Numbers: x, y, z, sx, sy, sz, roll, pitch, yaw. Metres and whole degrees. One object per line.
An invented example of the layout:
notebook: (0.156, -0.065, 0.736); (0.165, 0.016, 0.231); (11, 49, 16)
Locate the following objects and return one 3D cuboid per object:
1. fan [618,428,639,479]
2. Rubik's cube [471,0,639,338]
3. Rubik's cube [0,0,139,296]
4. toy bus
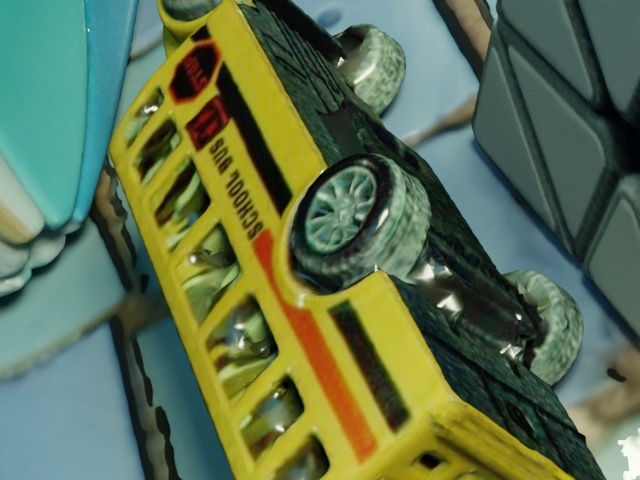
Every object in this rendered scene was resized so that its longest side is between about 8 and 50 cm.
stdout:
fan: (0.209, 0.130, 0.372); (0.329, 0.009, 0.191); (33, 71, 19)
Rubik's cube: (0.167, -0.058, 0.587); (0.228, 0.233, 0.228); (29, 26, 11)
Rubik's cube: (-0.323, -0.160, 0.884); (0.352, 0.347, 0.351); (-17, 46, 23)
toy bus: (0.000, 0.000, 0.681); (0.123, 0.121, 0.335); (-45, 39, 14)
